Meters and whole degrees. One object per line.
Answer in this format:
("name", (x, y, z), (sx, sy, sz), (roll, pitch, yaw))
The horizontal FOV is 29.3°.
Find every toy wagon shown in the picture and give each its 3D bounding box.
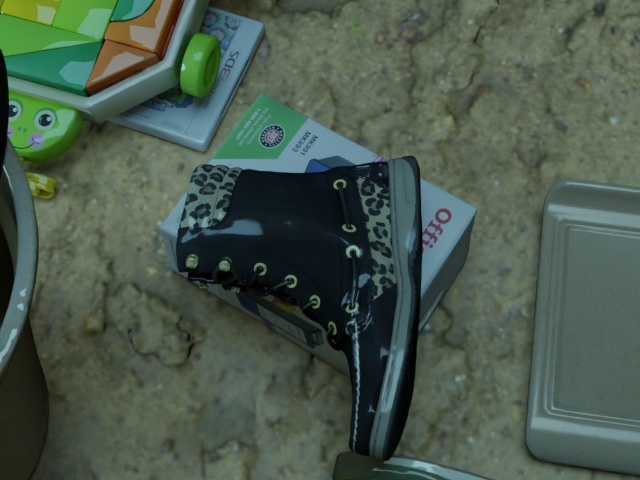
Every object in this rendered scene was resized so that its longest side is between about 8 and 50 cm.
("toy wagon", (-0.214, -0.206, 1.091), (0.267, 0.068, 0.345), (16, 75, 9))

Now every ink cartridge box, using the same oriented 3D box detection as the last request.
("ink cartridge box", (0.000, 0.000, 1.007), (0.212, 0.093, 0.154), (31, 68, 13))

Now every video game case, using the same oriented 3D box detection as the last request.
("video game case", (-0.150, -0.165, 1.132), (0.157, 0.019, 0.143), (19, 66, 10))

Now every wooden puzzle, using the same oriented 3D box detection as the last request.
("wooden puzzle", (0.284, 0.076, 0.996), (0.220, 0.044, 0.239), (7, 69, 4))

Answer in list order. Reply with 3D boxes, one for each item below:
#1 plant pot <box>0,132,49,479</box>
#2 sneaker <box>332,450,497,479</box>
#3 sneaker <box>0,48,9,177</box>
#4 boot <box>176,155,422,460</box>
("plant pot", (-0.332, 0.084, 0.854), (0.333, 0.305, 0.334), (0, 63, 1))
("sneaker", (0.096, 0.220, 0.911), (0.192, 0.064, 0.086), (14, 60, 4))
("sneaker", (-0.284, 0.006, 0.650), (0.178, 0.124, 0.296), (7, 56, -1))
("boot", (-0.017, 0.042, 0.893), (0.178, 0.085, 0.236), (3, 62, 6))
